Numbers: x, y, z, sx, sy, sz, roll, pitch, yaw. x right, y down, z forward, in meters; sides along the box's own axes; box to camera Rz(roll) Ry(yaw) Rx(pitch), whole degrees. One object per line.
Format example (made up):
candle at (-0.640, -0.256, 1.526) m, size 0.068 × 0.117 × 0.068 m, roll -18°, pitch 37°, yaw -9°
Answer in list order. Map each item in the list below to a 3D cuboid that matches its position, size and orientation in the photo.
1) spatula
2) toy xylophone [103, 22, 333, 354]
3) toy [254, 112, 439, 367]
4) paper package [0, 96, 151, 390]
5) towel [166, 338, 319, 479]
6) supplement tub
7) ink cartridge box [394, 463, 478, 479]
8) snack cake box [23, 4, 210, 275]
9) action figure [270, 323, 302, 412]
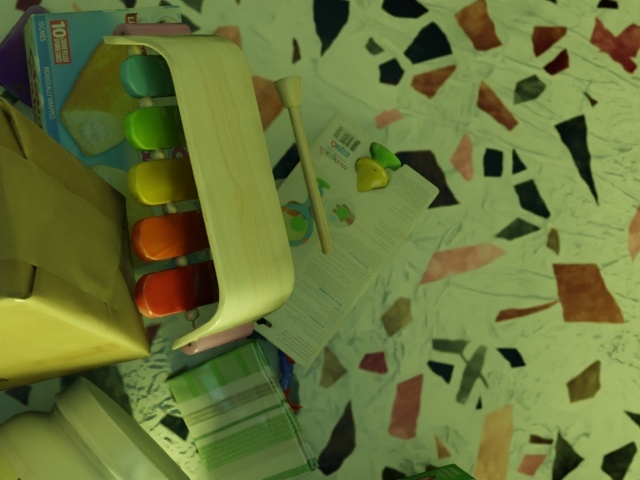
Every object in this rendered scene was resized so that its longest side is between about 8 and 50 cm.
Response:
spatula at (-0.350, -0.105, 1.402) m, size 0.084 × 0.030 × 0.296 m, roll 39°, pitch 85°, yaw -14°
toy xylophone at (-0.093, -0.057, 1.318) m, size 0.081 × 0.236 × 0.323 m, roll -12°, pitch 83°, yaw 33°
toy at (0.000, 0.000, 1.437) m, size 0.137 × 0.056 × 0.237 m, roll 38°, pitch 80°, yaw -2°
paper package at (-0.349, 0.035, 1.169) m, size 0.324 × 0.309 × 0.168 m, roll -15°, pitch 74°, yaw 9°
towel at (-0.082, 0.191, 1.422) m, size 0.113 × 0.023 × 0.152 m, roll -25°, pitch 92°, yaw 11°
supplement tub at (-0.277, 0.311, 1.302) m, size 0.325 × 0.235 × 0.235 m, roll -44°, pitch 95°, yaw -6°
ink cartridge box at (0.035, 0.330, 1.359) m, size 0.289 × 0.211 × 0.122 m, roll -15°, pitch 93°, yaw -7°
snack cake box at (-0.205, -0.095, 1.381) m, size 0.152 × 0.089 × 0.264 m, roll -7°, pitch 90°, yaw -18°
action figure at (-0.035, 0.121, 1.439) m, size 0.030 × 0.038 × 0.115 m, roll -9°, pitch 92°, yaw 14°
